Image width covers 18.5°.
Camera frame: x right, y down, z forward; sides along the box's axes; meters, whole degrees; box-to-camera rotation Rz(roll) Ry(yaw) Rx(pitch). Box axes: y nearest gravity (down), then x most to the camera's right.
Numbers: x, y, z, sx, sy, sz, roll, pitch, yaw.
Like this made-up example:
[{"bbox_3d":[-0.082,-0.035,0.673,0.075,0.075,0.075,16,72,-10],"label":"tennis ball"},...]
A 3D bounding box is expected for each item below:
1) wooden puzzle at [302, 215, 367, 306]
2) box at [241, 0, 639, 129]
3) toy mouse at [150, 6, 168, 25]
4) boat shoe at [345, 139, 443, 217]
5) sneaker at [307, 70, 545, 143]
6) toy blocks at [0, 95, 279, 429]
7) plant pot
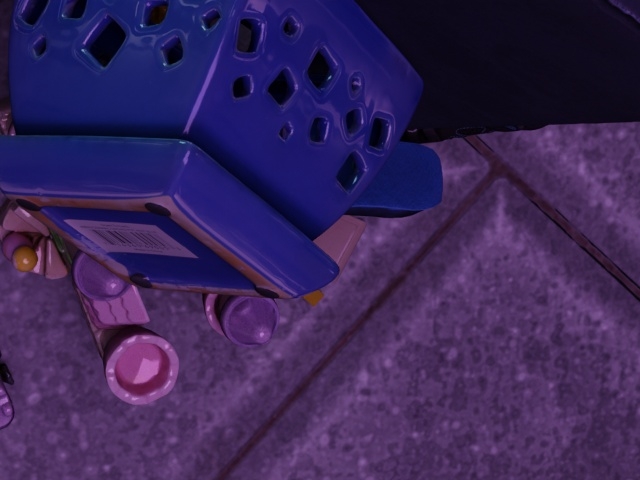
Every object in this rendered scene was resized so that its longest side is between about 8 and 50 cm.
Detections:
[{"bbox_3d":[0.000,0.000,1.875,0.078,0.014,0.116,31,98,-29],"label":"wooden puzzle"},{"bbox_3d":[0.171,-0.356,1.479,0.297,0.480,0.471,34,77,-25],"label":"box"},{"bbox_3d":[-0.158,-0.254,1.725,0.161,0.031,0.143,-6,111,-16],"label":"toy mouse"},{"bbox_3d":[-0.009,-0.054,1.718,0.258,0.089,0.109,18,72,-37],"label":"boat shoe"},{"bbox_3d":[0.131,-0.153,1.792,0.341,0.139,0.125,-17,116,-9],"label":"sneaker"},{"bbox_3d":[-0.208,0.021,1.680,0.309,0.260,0.288,-24,114,-8],"label":"toy blocks"},{"bbox_3d":[-0.096,-0.087,1.454,0.236,0.236,0.212,40,62,-48],"label":"plant pot"}]
